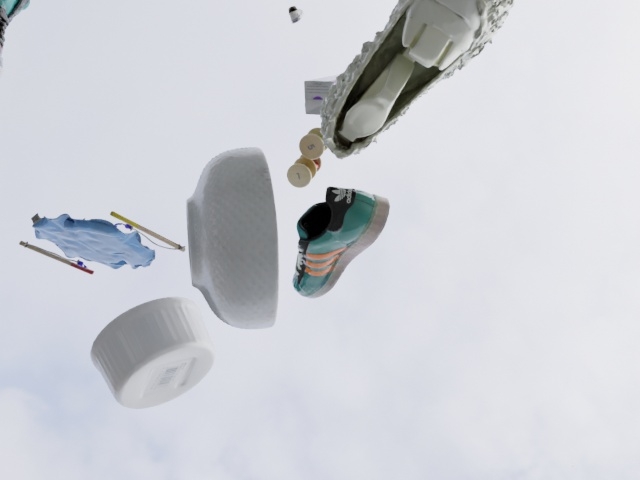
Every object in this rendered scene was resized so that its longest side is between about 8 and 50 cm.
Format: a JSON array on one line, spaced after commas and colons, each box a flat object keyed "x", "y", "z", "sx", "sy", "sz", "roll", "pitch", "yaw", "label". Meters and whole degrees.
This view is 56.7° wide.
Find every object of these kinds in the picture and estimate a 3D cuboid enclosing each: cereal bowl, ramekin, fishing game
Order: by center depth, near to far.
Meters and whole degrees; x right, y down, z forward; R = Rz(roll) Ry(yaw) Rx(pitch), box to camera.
[{"x": -0.353, "y": -0.003, "z": 0.932, "sx": 0.264, "sy": 0.189, "sz": 0.041, "roll": -14, "pitch": -122, "yaw": 39, "label": "fishing game"}, {"x": -0.170, "y": -0.001, "z": 1.086, "sx": 0.141, "sy": 0.339, "sz": 0.338, "roll": -4, "pitch": -115, "yaw": -14, "label": "cereal bowl"}, {"x": -0.385, "y": 0.275, "z": 1.408, "sx": 0.277, "sy": 0.277, "sz": 0.135, "roll": -40, "pitch": -121, "yaw": 5, "label": "ramekin"}]

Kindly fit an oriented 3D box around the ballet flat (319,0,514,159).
[{"x": 0.131, "y": -0.255, "z": 0.855, "sx": 0.409, "sy": 0.147, "sz": 0.147, "roll": -45, "pitch": -127, "yaw": 43, "label": "ballet flat"}]

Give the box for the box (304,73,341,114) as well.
[{"x": 0.084, "y": -0.309, "z": 1.199, "sx": 0.067, "sy": 0.324, "sz": 0.063, "roll": 12, "pitch": -65, "yaw": 32, "label": "box"}]

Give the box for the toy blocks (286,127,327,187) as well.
[{"x": -0.014, "y": -0.188, "z": 1.262, "sx": 0.054, "sy": 0.148, "sz": 0.123, "roll": 27, "pitch": -63, "yaw": 1, "label": "toy blocks"}]

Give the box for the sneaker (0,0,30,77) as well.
[{"x": -0.535, "y": -0.364, "z": 0.944, "sx": 0.295, "sy": 0.124, "sz": 0.178, "roll": 34, "pitch": -90, "yaw": 40, "label": "sneaker"}]

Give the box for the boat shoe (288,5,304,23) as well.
[{"x": -0.068, "y": -0.599, "z": 1.558, "sx": 0.035, "sy": 0.035, "sz": 0.100, "roll": -19, "pitch": -150, "yaw": 17, "label": "boat shoe"}]

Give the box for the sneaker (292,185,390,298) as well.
[{"x": 0.000, "y": 0.000, "z": 1.073, "sx": 0.302, "sy": 0.121, "sz": 0.108, "roll": -51, "pitch": -156, "yaw": 46, "label": "sneaker"}]
